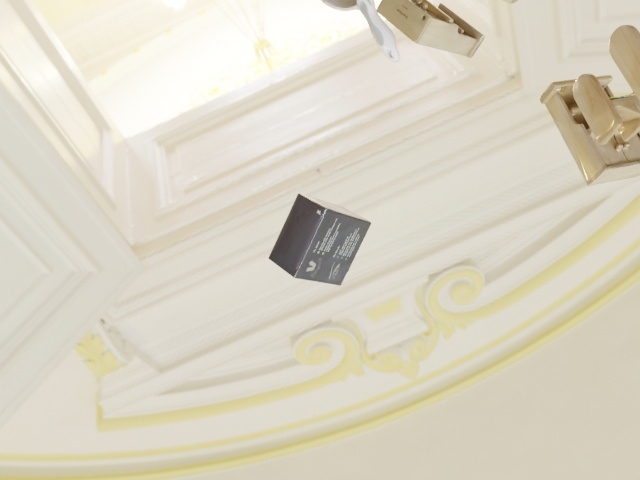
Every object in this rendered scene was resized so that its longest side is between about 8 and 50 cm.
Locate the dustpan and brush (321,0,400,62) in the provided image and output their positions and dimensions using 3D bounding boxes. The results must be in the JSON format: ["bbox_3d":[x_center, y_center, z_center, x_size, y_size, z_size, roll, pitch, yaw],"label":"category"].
[{"bbox_3d":[0.043,-0.303,0.728,0.060,0.211,0.147,-40,-174,-36],"label":"dustpan and brush"}]

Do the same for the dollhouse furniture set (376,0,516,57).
[{"bbox_3d":[0.223,-0.421,0.958,0.161,0.242,0.212,-7,-132,-47],"label":"dollhouse furniture set"}]

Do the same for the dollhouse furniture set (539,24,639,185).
[{"bbox_3d":[0.685,-0.336,1.337,0.362,0.394,0.256,-11,-114,-17],"label":"dollhouse furniture set"}]

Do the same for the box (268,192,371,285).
[{"bbox_3d":[0.000,0.000,1.316,0.093,0.158,0.156,33,-78,39],"label":"box"}]
